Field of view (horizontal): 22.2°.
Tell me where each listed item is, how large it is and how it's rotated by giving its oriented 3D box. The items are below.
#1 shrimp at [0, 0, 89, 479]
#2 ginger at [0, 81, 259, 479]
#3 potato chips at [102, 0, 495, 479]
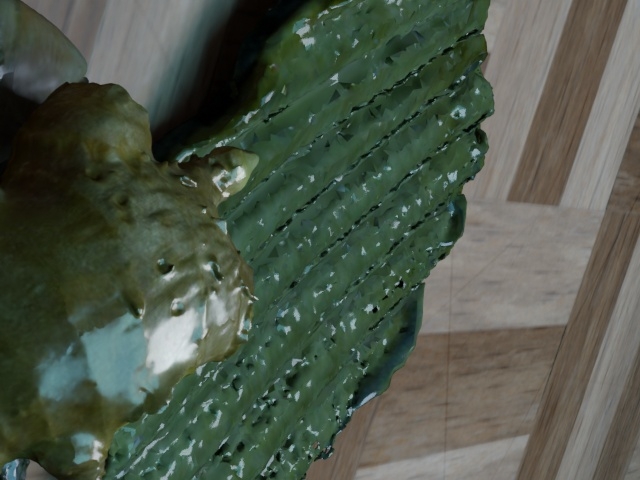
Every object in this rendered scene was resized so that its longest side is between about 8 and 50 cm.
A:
[{"bbox_3d":[-0.180,0.032,0.744,0.178,0.075,0.289,-2,112,-50],"label":"shrimp"},{"bbox_3d":[-0.108,0.017,0.702,0.216,0.157,0.102,-35,-178,-30],"label":"ginger"},{"bbox_3d":[0.000,0.000,1.020,0.429,0.070,0.358,-44,145,-36],"label":"potato chips"}]
